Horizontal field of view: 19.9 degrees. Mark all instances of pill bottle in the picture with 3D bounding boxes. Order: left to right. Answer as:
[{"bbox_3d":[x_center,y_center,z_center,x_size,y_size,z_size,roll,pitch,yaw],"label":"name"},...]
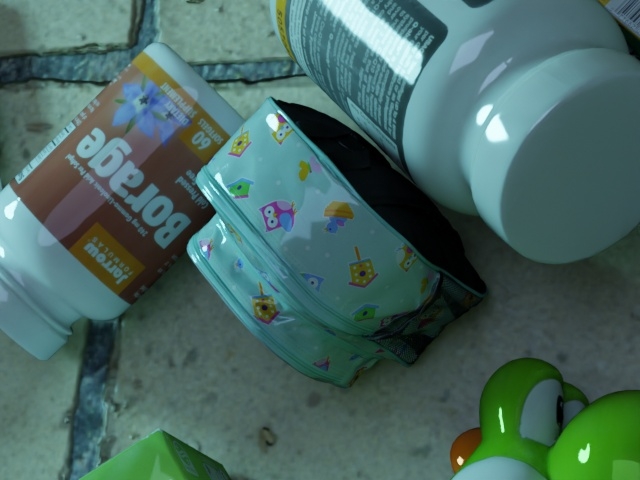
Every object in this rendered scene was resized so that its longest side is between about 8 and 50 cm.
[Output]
[{"bbox_3d":[-0.147,-0.023,1.266,0.216,0.121,0.121,-45,64,-1],"label":"pill bottle"},{"bbox_3d":[0.095,-0.113,1.157,0.162,0.162,0.278,-41,46,1],"label":"pill bottle"}]

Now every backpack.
[{"bbox_3d":[0.000,0.000,1.172,0.144,0.188,0.166,-40,65,1],"label":"backpack"}]

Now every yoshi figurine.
[{"bbox_3d":[0.151,0.228,1.045,0.203,0.203,0.362,6,61,2],"label":"yoshi figurine"}]

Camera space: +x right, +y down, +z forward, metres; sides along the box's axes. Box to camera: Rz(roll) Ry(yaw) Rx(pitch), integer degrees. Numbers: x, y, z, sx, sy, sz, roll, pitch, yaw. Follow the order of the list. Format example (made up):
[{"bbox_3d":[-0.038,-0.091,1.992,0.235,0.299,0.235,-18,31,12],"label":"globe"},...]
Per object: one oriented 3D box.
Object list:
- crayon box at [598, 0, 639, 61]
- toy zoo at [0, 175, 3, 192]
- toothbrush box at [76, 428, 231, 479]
[{"bbox_3d":[0.201,-0.244,1.253,0.165,0.081,0.278,-45,64,-1],"label":"crayon box"},{"bbox_3d":[-0.334,-0.050,1.348,0.192,0.030,0.293,-10,66,-10],"label":"toy zoo"},{"bbox_3d":[-0.103,0.296,1.140,0.206,0.122,0.283,-32,66,5],"label":"toothbrush box"}]
